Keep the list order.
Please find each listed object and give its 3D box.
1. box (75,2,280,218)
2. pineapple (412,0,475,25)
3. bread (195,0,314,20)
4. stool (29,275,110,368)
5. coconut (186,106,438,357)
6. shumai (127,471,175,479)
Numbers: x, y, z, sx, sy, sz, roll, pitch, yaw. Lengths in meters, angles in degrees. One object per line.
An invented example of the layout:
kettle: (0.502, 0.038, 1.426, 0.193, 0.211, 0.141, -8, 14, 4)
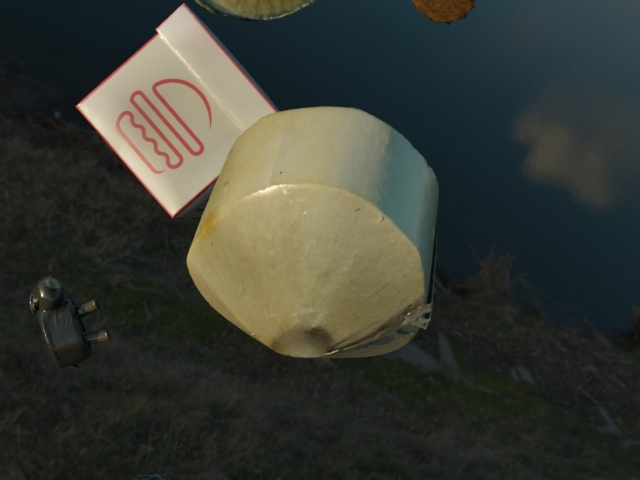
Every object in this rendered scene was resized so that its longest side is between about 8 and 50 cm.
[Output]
box: (-0.261, -0.248, 1.680, 0.312, 0.300, 0.314, 49, 3, 0)
pineapple: (0.222, -0.475, 1.349, 0.119, 0.130, 0.277, 44, 37, -29)
bread: (-0.048, -0.341, 0.775, 0.267, 0.267, 0.040, -7, 36, -37)
stool: (-0.573, 0.189, 1.854, 0.139, 0.228, 0.153, -20, 47, -13)
coconut: (0.000, 0.000, 0.966, 0.323, 0.323, 0.323, 16, 36, -12)
shumai: (-0.292, 0.697, 1.714, 0.348, 0.395, 0.395, 0, 28, 23)
